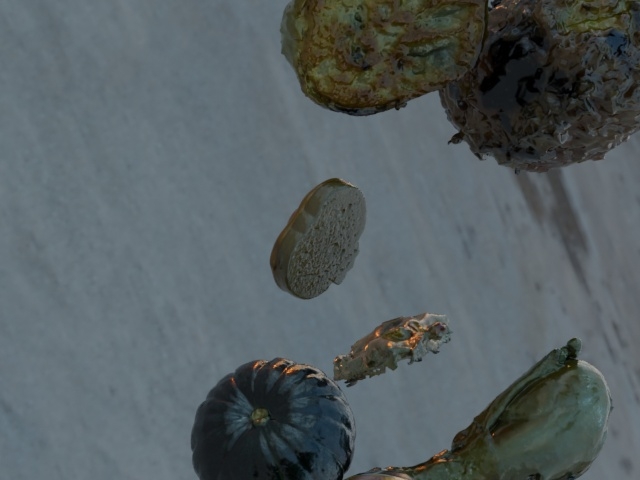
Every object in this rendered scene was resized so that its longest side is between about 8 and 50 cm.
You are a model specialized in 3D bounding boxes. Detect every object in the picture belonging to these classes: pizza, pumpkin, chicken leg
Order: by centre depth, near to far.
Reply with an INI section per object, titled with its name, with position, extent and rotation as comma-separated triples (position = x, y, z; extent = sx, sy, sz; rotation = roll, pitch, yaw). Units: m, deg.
[pumpkin]
position = -0.062, 0.259, 1.719
extent = 0.162, 0.220, 0.221
rotation = 70, 7, -56
[chicken leg]
position = 0.221, 0.297, 1.810
extent = 0.153, 0.429, 0.201
rotation = 48, -26, 51
[pizza]
position = 0.105, 0.165, 2.015
extent = 0.297, 0.189, 0.071
rotation = -26, 98, -75

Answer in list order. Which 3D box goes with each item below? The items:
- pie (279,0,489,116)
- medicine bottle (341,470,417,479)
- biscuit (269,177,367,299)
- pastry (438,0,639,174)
[pie]
position = 0.097, -0.317, 1.880
extent = 0.315, 0.315, 0.092
rotation = 59, 8, -34
[medicine bottle]
position = 0.001, 0.394, 1.359
extent = 0.395, 0.242, 0.243
rotation = -15, 84, -62
[biscuit]
position = -0.003, -0.002, 1.746
extent = 0.050, 0.170, 0.170
rotation = 31, -7, 31
[pastry]
position = 0.358, -0.260, 2.054
extent = 0.405, 0.337, 0.293
rotation = 123, -53, -73
